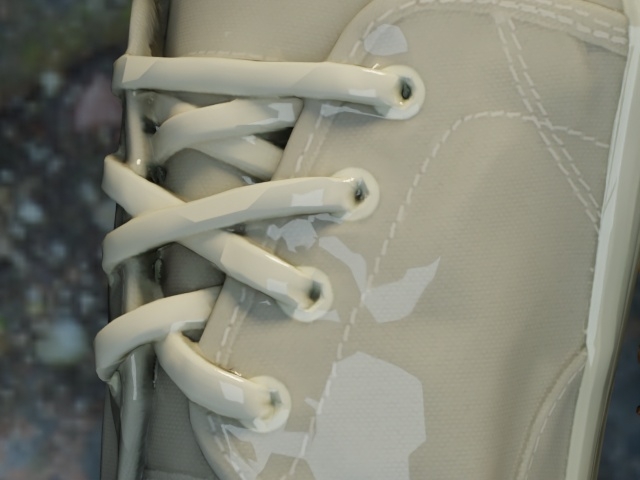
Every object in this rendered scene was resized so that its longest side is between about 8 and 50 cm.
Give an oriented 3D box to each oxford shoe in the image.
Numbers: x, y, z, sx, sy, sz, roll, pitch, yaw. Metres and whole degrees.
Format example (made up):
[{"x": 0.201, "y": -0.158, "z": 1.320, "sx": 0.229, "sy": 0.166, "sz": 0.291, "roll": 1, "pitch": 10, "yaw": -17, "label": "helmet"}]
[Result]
[{"x": 0.000, "y": 0.000, "z": 0.517, "sx": 0.169, "sy": 0.130, "sz": 0.449, "roll": 2, "pitch": 89, "yaw": 42, "label": "oxford shoe"}]

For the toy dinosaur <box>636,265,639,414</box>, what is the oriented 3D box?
[{"x": 0.169, "y": -0.032, "z": 0.557, "sx": 0.218, "sy": 0.164, "sz": 0.322, "roll": 11, "pitch": 126, "yaw": 15, "label": "toy dinosaur"}]
